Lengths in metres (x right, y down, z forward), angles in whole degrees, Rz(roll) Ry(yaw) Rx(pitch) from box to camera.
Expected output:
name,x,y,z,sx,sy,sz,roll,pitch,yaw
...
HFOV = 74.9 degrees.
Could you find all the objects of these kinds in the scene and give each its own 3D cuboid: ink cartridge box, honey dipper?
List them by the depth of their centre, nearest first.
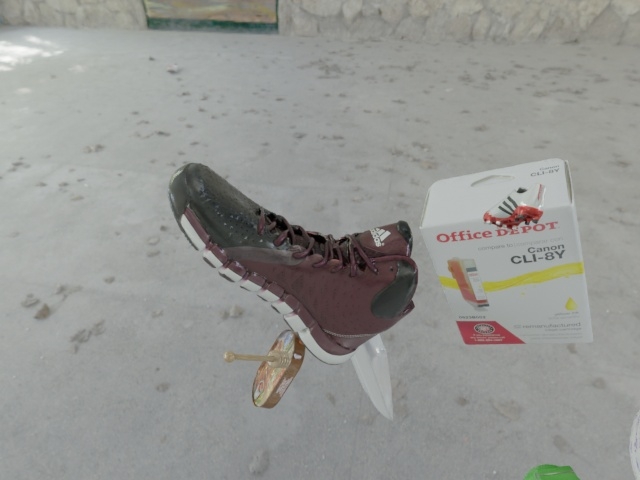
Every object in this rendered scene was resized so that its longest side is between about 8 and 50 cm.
name,x,y,z,sx,sy,sz,roll,pitch,yaw
honey dipper,-0.101,0.193,0.683,0.030,0.160,0.031,-8,71,25
ink cartridge box,0.410,0.047,0.913,0.279,0.385,0.160,-9,36,31

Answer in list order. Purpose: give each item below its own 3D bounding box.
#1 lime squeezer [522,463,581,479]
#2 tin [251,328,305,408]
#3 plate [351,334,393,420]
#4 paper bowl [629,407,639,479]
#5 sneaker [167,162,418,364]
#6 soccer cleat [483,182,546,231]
name,x,y,z,sx,sy,sz,roll,pitch,yaw
lime squeezer,0.199,0.241,0.336,0.058,0.310,0.110,3,64,19
tin,-0.093,0.284,0.917,0.040,0.190,0.106,26,15,-21
plate,0.092,0.207,0.931,0.045,0.277,0.278,-20,11,11
paper bowl,0.638,0.343,0.603,0.284,0.148,0.284,0,60,0
sneaker,0.000,0.000,0.421,0.162,0.281,0.106,-32,31,19
soccer cleat,0.177,-0.030,0.383,0.029,0.036,0.083,21,-6,-1
